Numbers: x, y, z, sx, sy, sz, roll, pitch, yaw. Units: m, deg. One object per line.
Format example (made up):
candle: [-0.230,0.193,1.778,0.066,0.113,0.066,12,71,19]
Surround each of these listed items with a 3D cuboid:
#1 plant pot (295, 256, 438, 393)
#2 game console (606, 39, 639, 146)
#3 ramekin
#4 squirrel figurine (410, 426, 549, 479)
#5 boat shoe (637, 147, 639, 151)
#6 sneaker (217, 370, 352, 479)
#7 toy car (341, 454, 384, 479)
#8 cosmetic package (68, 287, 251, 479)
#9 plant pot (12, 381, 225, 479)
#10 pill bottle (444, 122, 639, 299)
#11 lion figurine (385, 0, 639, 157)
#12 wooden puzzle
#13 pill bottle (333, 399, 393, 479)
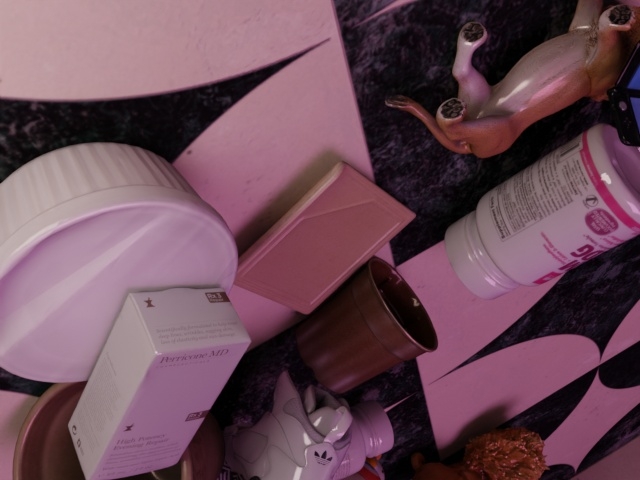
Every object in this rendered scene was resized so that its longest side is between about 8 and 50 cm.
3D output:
plant pot: [0.062,0.137,1.227,0.165,0.166,0.167,-36,147,19]
game console: [0.408,-0.170,0.951,0.122,0.107,0.071,0,162,-26]
ramekin: [-0.233,0.017,0.848,0.273,0.127,0.272,-22,145,-16]
squirrel figurine: [0.378,0.601,2.019,0.397,0.281,0.370,-52,134,1]
boat shoe: [0.466,-0.096,1.323,0.114,0.091,0.302,38,104,-28]
sneaker: [-0.068,0.310,1.247,0.137,0.366,0.210,30,81,-24]
toy car: [0.076,0.501,1.692,0.238,0.219,0.210,-37,161,-55]
cosmetic package: [-0.180,0.158,0.880,0.117,0.085,0.231,-2,137,-39]
plant pot: [-0.243,0.301,1.120,0.263,0.263,0.229,-42,163,12]
pill bottle: [0.330,-0.031,1.174,0.160,0.160,0.283,7,148,-45]
lion figurine: [0.283,-0.197,1.030,0.392,0.142,0.240,-21,154,6]
wooden puzzle: [0.000,0.000,1.102,0.221,0.044,0.239,-43,150,13]
pill bottle: [0.013,0.380,1.499,0.229,0.131,0.131,-16,142,-25]
